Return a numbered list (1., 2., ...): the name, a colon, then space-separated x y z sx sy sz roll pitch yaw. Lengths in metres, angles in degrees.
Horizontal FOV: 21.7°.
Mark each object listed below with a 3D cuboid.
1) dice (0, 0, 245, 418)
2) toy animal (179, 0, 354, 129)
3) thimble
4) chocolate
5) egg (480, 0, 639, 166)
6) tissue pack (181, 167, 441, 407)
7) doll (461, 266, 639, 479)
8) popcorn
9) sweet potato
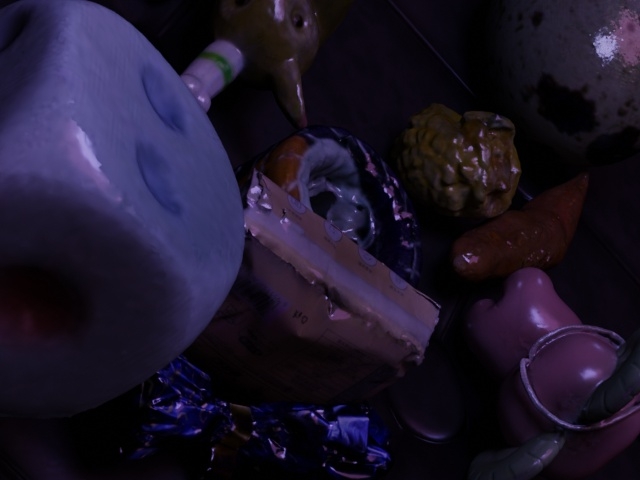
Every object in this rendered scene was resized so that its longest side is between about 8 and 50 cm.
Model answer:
1. dice: -0.240 -0.030 1.450 0.264 0.268 0.262 47 25 -33
2. toy animal: -0.051 -0.261 1.898 0.181 0.180 0.363 16 31 1
3. thimble: 0.000 0.000 1.831 0.237 0.150 0.237 28 47 -35
4. chocolate: -0.075 0.190 1.646 0.343 0.148 0.126 22 6 -34
5. egg: 0.360 -0.272 2.294 0.287 0.287 0.379 28 34 -32
6. tissue pack: -0.041 0.074 1.681 0.256 0.215 0.123 38 41 -22
7. doll: 0.268 0.169 1.932 0.216 0.284 0.268 47 10 -7
8. popcorn: 0.176 -0.098 2.090 0.173 0.173 0.142 -31 124 -52
9. sweet potato: 0.257 0.005 2.149 0.354 0.095 0.106 -28 131 -50
